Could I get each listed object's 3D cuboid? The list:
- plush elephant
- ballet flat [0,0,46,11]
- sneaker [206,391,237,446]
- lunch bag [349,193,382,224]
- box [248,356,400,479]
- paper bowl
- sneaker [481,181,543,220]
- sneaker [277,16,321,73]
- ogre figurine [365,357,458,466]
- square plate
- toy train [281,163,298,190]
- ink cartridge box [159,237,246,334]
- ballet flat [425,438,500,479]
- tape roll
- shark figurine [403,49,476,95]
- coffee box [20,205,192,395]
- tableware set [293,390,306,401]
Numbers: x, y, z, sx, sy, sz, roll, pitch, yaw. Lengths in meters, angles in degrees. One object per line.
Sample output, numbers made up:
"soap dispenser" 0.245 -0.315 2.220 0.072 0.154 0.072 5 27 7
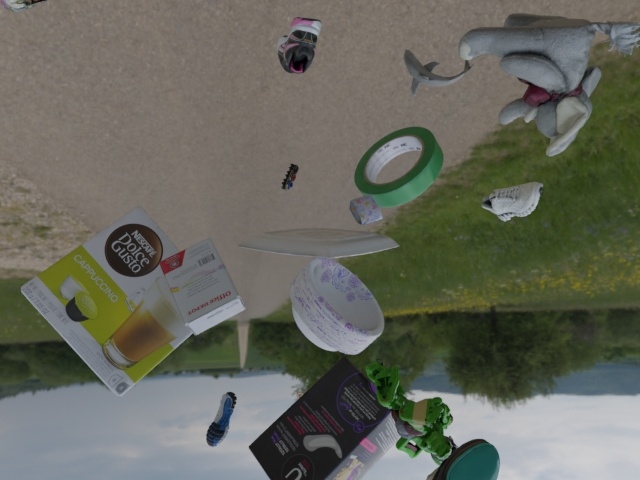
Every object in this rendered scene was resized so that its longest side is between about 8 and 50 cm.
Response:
"plush elephant" 0.495 -0.341 1.041 0.329 0.256 0.271 18 -141 32
"ballet flat" -0.792 -0.668 1.285 0.221 0.079 0.077 -8 131 12
"sneaker" -0.349 0.642 1.705 0.071 0.191 0.083 23 159 0
"lunch bag" 0.131 -0.084 1.381 0.071 0.083 0.053 -21 148 -16
"box" 0.020 0.407 0.978 0.270 0.165 0.143 -40 137 -14
"paper bowl" 0.034 0.199 1.361 0.148 0.284 0.284 -47 147 22
"sneaker" 0.679 -0.145 1.697 0.118 0.110 0.292 23 167 -4
"sneaker" -0.049 -0.356 0.919 0.071 0.077 0.178 8 176 -10
"ogre figurine" 0.142 0.266 0.711 0.197 0.097 0.118 10 142 49
"square plate" 0.000 0.000 1.388 0.343 0.050 0.347 5 -172 39
"toy train" -0.100 -0.213 1.598 0.036 0.158 0.027 12 128 3
"ink cartridge box" -0.261 0.101 1.054 0.127 0.175 0.072 -27 150 -11
"ballet flat" 0.138 0.304 0.550 0.074 0.074 0.203 -16 -169 45
"tape roll" 0.275 -0.264 1.698 0.320 0.322 0.077 -12 137 34
"shark figurine" 0.444 -0.636 1.832 0.277 0.167 0.116 13 -162 14
"coffee box" -0.521 0.167 1.279 0.334 0.338 0.338 -42 -173 -27
"tableware set" -0.004 0.497 1.408 0.168 0.020 0.141 12 136 28
